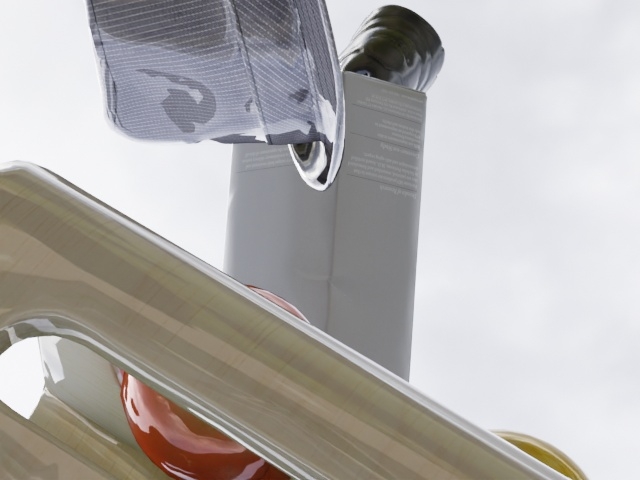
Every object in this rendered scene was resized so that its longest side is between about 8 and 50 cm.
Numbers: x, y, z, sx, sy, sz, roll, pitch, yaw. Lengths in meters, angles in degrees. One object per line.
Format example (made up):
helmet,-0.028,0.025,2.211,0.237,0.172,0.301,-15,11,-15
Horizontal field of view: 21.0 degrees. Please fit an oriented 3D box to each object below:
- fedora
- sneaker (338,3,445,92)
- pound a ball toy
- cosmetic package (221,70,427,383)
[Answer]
fedora,-0.072,-0.134,0.946,0.124,0.243,0.275,-15,-172,-2
sneaker,0.007,-0.086,1.591,0.109,0.286,0.130,32,-141,10
pound a ball toy,-0.002,0.111,0.429,0.319,0.208,0.135,30,-122,19
cosmetic package,0.000,0.000,1.302,0.127,0.237,0.107,-1,173,45
